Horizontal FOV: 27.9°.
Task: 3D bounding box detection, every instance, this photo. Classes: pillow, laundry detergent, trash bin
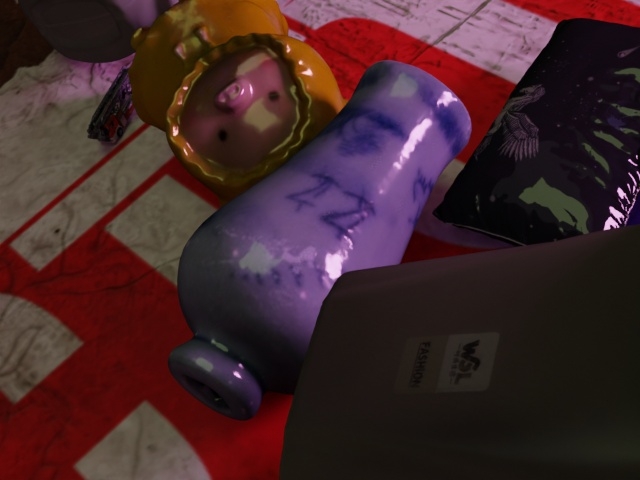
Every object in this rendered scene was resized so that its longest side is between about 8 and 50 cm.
[{"bbox_3d":[0.180,-0.075,0.901,0.141,0.055,0.208,18,62,37],"label":"pillow"},{"bbox_3d":[-0.129,-0.286,1.175,0.280,0.105,0.215,-47,26,-23],"label":"laundry detergent"},{"bbox_3d":[0.134,0.106,0.663,0.250,0.219,0.219,-6,46,29],"label":"trash bin"}]

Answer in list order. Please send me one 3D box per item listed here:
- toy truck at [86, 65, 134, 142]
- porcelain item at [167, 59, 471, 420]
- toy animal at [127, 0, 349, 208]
[{"bbox_3d":[-0.177,-0.115,1.116,0.024,0.032,0.083,7,55,24],"label":"toy truck"},{"bbox_3d":[0.000,0.000,0.851,0.141,0.141,0.259,21,64,36],"label":"porcelain item"},{"bbox_3d":[-0.066,-0.112,0.998,0.156,0.156,0.229,-32,56,-5],"label":"toy animal"}]
